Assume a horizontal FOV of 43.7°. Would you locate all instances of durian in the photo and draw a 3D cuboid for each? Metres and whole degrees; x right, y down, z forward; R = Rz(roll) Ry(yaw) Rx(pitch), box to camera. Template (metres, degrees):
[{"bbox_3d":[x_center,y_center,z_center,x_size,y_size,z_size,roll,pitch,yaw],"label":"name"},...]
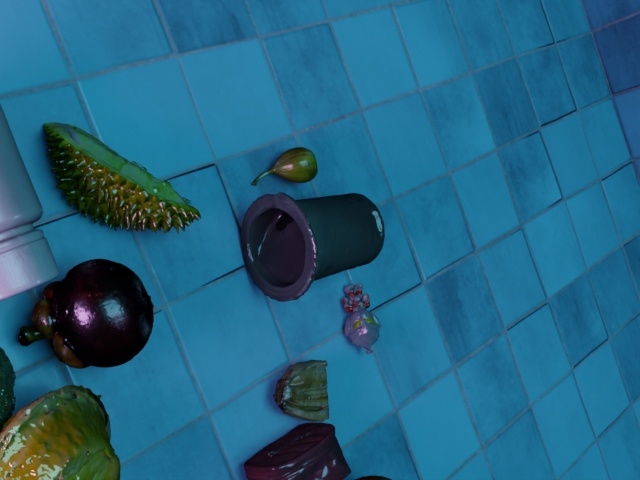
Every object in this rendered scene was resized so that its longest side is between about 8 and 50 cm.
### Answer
[{"bbox_3d":[-0.387,-0.114,1.593,0.355,0.157,0.169,31,47,-31],"label":"durian"}]

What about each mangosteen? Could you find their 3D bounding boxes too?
[{"bbox_3d":[-0.438,0.145,1.488,0.250,0.211,0.211,-18,94,-9],"label":"mangosteen"}]

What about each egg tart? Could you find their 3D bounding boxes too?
[{"bbox_3d":[-0.454,0.421,1.368,0.345,0.132,0.345,-40,138,-50],"label":"egg tart"}]

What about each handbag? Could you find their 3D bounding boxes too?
[{"bbox_3d":[-0.051,0.496,1.755,0.225,0.146,0.135,-25,101,-37],"label":"handbag"}]

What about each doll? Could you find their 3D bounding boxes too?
[{"bbox_3d":[0.100,0.195,1.984,0.094,0.079,0.180,-12,82,-12],"label":"doll"}]

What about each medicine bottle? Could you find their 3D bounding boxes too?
[{"bbox_3d":[-0.596,-0.063,1.373,0.208,0.208,0.339,-25,98,-39],"label":"medicine bottle"}]

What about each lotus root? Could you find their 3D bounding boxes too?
[{"bbox_3d":[-0.051,0.344,1.834,0.144,0.070,0.143,8,83,-42],"label":"lotus root"}]

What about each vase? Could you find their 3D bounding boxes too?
[{"bbox_3d":[0.000,0.000,1.844,0.291,0.245,0.245,-10,88,-45],"label":"vase"}]

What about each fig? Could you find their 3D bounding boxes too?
[{"bbox_3d":[-0.079,-0.175,1.891,0.166,0.093,0.093,-11,89,-39],"label":"fig"}]

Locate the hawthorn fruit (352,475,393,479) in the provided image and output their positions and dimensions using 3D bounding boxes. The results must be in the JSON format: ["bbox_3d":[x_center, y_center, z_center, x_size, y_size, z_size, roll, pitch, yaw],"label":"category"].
[{"bbox_3d":[0.109,0.659,1.769,0.311,0.295,0.295,-4,85,-39],"label":"hawthorn fruit"}]

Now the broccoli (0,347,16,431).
[{"bbox_3d":[-0.635,0.242,1.298,0.270,0.270,0.270,-23,98,-6],"label":"broccoli"}]
